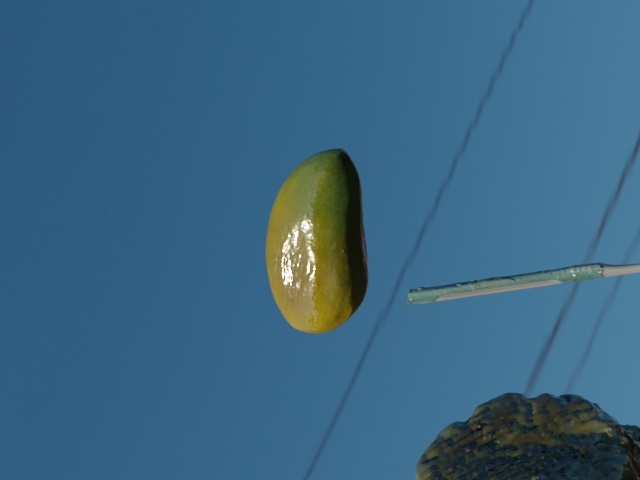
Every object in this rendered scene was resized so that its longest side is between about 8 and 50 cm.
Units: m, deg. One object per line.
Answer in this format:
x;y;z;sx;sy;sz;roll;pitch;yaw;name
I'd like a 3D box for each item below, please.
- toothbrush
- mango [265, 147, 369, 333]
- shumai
0.120;0.014;0.632;0.011;0.167;0.014;-5;-95;-67;toothbrush
-0.006;0.001;1.613;0.091;0.137;0.237;-23;-66;-57;mango
0.147;0.201;0.875;0.184;0.184;0.142;-41;-66;-34;shumai
